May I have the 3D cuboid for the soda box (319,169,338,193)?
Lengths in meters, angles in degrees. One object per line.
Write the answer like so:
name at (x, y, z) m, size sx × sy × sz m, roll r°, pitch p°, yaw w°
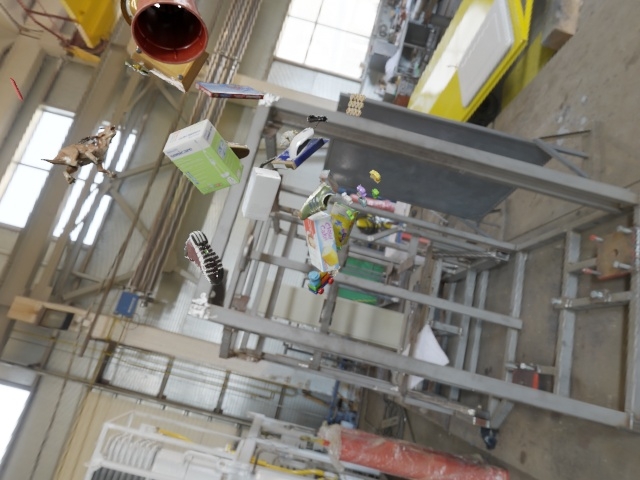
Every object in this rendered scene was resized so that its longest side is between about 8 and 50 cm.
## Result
soda box at (0.055, -0.372, 2.597) m, size 0.183 × 0.058 × 0.062 m, roll 54°, pitch -131°, yaw -54°

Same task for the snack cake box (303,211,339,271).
snack cake box at (0.000, 0.000, 1.924) m, size 0.152 × 0.089 × 0.264 m, roll -146°, pitch 43°, yaw -63°

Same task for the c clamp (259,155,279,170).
c clamp at (-0.250, -0.405, 2.209) m, size 0.137 × 0.161 × 0.022 m, roll 72°, pitch 177°, yaw -69°

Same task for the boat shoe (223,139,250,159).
boat shoe at (-0.584, -0.547, 2.350) m, size 0.123 × 0.343 × 0.123 m, roll 118°, pitch 144°, yaw -59°

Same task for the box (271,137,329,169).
box at (-0.080, -0.365, 1.656) m, size 0.225 × 0.137 × 0.036 m, roll -45°, pitch -53°, yaw -27°

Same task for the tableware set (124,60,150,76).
tableware set at (-0.873, -0.824, 1.936) m, size 0.154 × 0.104 × 0.024 m, roll 34°, pitch 98°, yaw 47°

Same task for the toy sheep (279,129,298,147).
toy sheep at (-0.165, -0.530, 2.127) m, size 0.132 × 0.091 × 0.091 m, roll -38°, pitch -18°, yaw -27°

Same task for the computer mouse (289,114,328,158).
computer mouse at (-0.058, -0.382, 1.479) m, size 0.192 × 0.042 × 0.106 m, roll -54°, pitch 39°, yaw -1°

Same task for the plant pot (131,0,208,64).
plant pot at (-0.586, -0.884, 1.570) m, size 0.272 × 0.273 × 0.264 m, roll 107°, pitch 152°, yaw -64°

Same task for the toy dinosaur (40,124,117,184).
toy dinosaur at (-0.930, -0.339, 1.582) m, size 0.296 × 0.200 × 0.127 m, roll -21°, pitch -25°, yaw -37°

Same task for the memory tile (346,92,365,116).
memory tile at (0.180, -0.698, 2.086) m, size 0.148 × 0.012 × 0.113 m, roll 44°, pitch 119°, yaw 58°

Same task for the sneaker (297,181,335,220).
sneaker at (-0.011, -0.148, 1.711) m, size 0.192 × 0.086 × 0.064 m, roll -52°, pitch -23°, yaw 10°

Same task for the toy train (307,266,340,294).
toy train at (0.025, 0.183, 2.341) m, size 0.248 × 0.105 × 0.143 m, roll -43°, pitch -35°, yaw -28°

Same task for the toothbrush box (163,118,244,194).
toothbrush box at (-0.506, -0.360, 1.792) m, size 0.283 × 0.207 × 0.122 m, roll 53°, pitch -149°, yaw -45°

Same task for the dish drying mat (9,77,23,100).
dish drying mat at (-1.213, -0.604, 1.622) m, size 0.008 × 0.032 × 0.083 m, roll -41°, pitch -33°, yaw -36°

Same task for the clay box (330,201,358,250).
clay box at (0.099, -0.073, 2.111) m, size 0.053 × 0.128 × 0.221 m, roll -15°, pitch -51°, yaw -58°

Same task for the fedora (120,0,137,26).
fedora at (-0.833, -1.074, 1.893) m, size 0.194 × 0.079 × 0.194 m, roll -30°, pitch -55°, yaw -56°

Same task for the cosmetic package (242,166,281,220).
cosmetic package at (-0.269, -0.205, 1.826) m, size 0.230 × 0.118 × 0.085 m, roll -66°, pitch 30°, yaw 30°

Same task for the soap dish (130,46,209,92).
soap dish at (-0.711, -0.881, 1.920) m, size 0.228 × 0.291 × 0.118 m, roll -59°, pitch 12°, yaw -1°

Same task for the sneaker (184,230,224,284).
sneaker at (-0.583, 0.103, 2.005) m, size 0.107 × 0.281 × 0.163 m, roll -18°, pitch -9°, yaw -46°

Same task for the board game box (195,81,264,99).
board game box at (-0.419, -0.694, 1.889) m, size 0.282 × 0.145 × 0.027 m, roll -15°, pitch -46°, yaw -42°

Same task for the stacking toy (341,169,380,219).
stacking toy at (0.177, -0.179, 1.693) m, size 0.167 × 0.052 × 0.221 m, roll -38°, pitch -23°, yaw -7°
